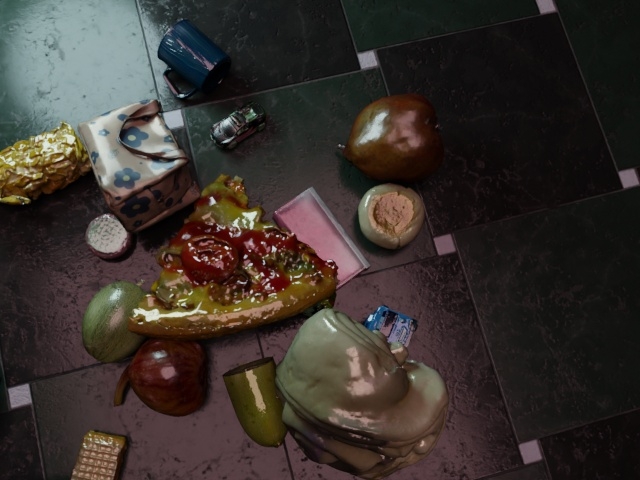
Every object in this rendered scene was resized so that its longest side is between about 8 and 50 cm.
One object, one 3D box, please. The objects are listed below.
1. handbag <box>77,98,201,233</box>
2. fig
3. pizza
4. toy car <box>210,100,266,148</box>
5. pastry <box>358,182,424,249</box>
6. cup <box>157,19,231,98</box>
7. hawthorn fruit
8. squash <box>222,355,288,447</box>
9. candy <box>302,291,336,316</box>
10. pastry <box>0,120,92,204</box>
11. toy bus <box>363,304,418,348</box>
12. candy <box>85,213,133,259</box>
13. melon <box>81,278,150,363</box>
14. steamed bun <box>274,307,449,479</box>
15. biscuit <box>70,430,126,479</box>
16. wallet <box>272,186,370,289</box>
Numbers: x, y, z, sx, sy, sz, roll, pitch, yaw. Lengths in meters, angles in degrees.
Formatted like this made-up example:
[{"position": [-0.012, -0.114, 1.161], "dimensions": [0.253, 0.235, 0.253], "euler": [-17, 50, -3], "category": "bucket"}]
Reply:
[{"position": [-0.385, -0.164, 1.418], "dimensions": [0.193, 0.190, 0.251], "euler": [-27, 60, -7], "category": "handbag"}, {"position": [-0.340, 0.275, 1.362], "dimensions": [0.207, 0.175, 0.175], "euler": [4, 77, 12], "category": "fig"}, {"position": [-0.206, 0.008, 1.393], "dimensions": [0.440, 0.130, 0.406], "euler": [-12, 59, -10], "category": "pizza"}, {"position": [-0.194, -0.273, 1.543], "dimensions": [0.142, 0.055, 0.069], "euler": [-36, 79, -12], "category": "toy car"}, {"position": [0.160, -0.056, 1.502], "dimensions": [0.157, 0.092, 0.156], "euler": [0, 77, -1], "category": "pastry"}, {"position": [-0.300, -0.419, 1.553], "dimensions": [0.138, 0.150, 0.113], "euler": [41, 44, 4], "category": "cup"}, {"position": [0.154, -0.226, 1.501], "dimensions": [0.248, 0.208, 0.208], "euler": [-12, 77, 20], "category": "hawthorn fruit"}, {"position": [-0.122, 0.344, 1.380], "dimensions": [0.123, 0.123, 0.186], "euler": [-21, 83, -8], "category": "squash"}, {"position": [-0.111, 0.163, 1.451], "dimensions": [0.306, 0.083, 0.091], "euler": [-22, 109, 1], "category": "candy"}, {"position": [-0.637, -0.154, 1.459], "dimensions": [0.250, 0.102, 0.154], "euler": [-32, 78, -12], "category": "pastry"}, {"position": [0.140, 0.201, 1.394], "dimensions": [0.106, 0.184, 0.090], "euler": [25, 76, 4], "category": "toy bus"}, {"position": [-0.473, -0.008, 1.469], "dimensions": [0.103, 0.043, 0.103], "euler": [1, 78, -6], "category": "candy"}, {"position": [-0.424, 0.165, 1.385], "dimensions": [0.139, 0.139, 0.192], "euler": [27, 76, 2], "category": "melon"}, {"position": [0.062, 0.327, 1.266], "dimensions": [0.339, 0.352, 0.247], "euler": [30, 49, 3], "category": "steamed bun"}, {"position": [-0.483, 0.585, 1.328], "dimensions": [0.094, 0.054, 0.378], "euler": [11, 77, -1], "category": "biscuit"}, {"position": [0.000, 0.000, 1.510], "dimensions": [0.119, 0.025, 0.232], "euler": [-34, 82, -11], "category": "wallet"}]
